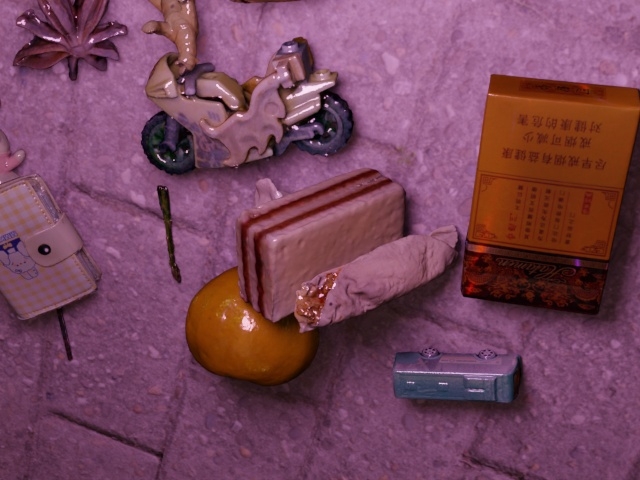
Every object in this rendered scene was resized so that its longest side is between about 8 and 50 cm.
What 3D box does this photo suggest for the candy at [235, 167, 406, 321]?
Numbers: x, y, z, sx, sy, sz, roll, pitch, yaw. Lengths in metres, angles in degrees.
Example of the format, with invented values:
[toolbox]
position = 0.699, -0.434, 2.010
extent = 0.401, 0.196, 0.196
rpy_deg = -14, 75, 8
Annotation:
[candy]
position = 0.000, 0.000, 1.708
extent = 0.135, 0.320, 0.179
rpy_deg = 34, 138, 44

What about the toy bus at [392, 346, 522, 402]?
[toy bus]
position = 0.279, 0.279, 1.900
extent = 0.261, 0.109, 0.091
rpy_deg = -1, 112, 15

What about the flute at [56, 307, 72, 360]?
[flute]
position = -0.602, 0.163, 2.129
extent = 0.014, 0.014, 0.270
rpy_deg = 3, 119, 14

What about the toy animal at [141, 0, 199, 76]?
[toy animal]
position = -0.252, -0.392, 1.628
extent = 0.103, 0.219, 0.101
rpy_deg = -23, 137, 7

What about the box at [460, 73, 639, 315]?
[box]
position = 0.402, -0.075, 1.661
extent = 0.264, 0.116, 0.415
rpy_deg = 7, 120, 10

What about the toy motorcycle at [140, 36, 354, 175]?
[toy motorcycle]
position = -0.150, -0.245, 1.696
extent = 0.410, 0.169, 0.237
rpy_deg = -5, 123, 12

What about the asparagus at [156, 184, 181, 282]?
[asparagus]
position = -0.318, -0.009, 1.953
extent = 0.022, 0.023, 0.233
rpy_deg = 35, 137, 50

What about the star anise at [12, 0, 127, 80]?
[star anise]
position = -0.462, -0.404, 1.722
extent = 0.198, 0.111, 0.257
rpy_deg = 8, 140, -17

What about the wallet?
[wallet]
position = -0.621, 0.016, 1.947
extent = 0.223, 0.077, 0.310
rpy_deg = -19, 127, 6

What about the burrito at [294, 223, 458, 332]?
[burrito]
position = 0.114, 0.062, 1.694
extent = 0.076, 0.392, 0.117
rpy_deg = 27, 128, 47

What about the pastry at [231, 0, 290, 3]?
[pastry]
position = -0.091, -0.504, 1.531
extent = 0.255, 0.170, 0.237
rpy_deg = 1, 121, 9

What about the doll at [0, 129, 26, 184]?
[doll]
position = -0.682, -0.129, 1.941
extent = 0.154, 0.113, 0.275
rpy_deg = -4, 124, 6

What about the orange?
[orange]
position = -0.133, 0.170, 1.865
extent = 0.279, 0.279, 0.235
rpy_deg = 15, 89, 7

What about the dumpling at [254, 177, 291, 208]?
[dumpling]
position = -0.079, -0.032, 1.825
extent = 0.151, 0.124, 0.229
rpy_deg = 24, 141, 47
